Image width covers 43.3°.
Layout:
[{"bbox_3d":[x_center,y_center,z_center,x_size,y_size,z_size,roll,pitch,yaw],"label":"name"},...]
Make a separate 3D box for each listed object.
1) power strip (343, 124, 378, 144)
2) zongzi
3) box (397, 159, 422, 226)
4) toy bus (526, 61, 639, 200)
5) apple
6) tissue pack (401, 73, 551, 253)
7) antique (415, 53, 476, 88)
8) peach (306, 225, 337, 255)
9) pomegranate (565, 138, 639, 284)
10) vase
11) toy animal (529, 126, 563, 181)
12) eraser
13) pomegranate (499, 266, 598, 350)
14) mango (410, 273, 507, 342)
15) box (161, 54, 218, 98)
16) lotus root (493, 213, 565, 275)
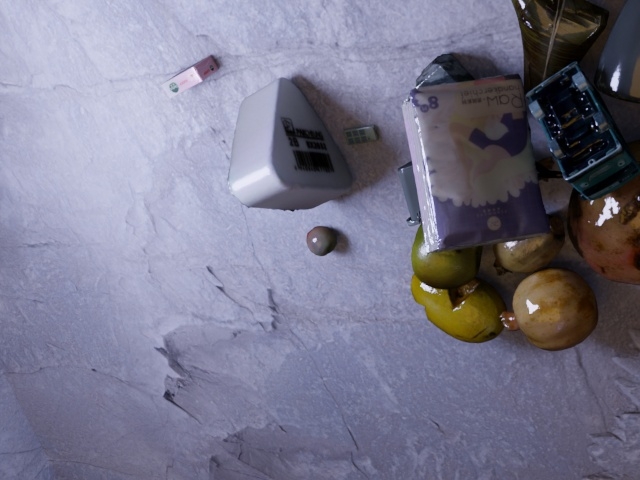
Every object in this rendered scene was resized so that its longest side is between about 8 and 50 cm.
[{"bbox_3d":[0.100,-0.259,1.976,0.090,0.016,0.040,-5,117,30],"label":"power strip"},{"bbox_3d":[0.423,-0.412,1.647,0.241,0.111,0.247,28,134,4],"label":"zongzi"},{"bbox_3d":[0.281,-0.139,1.830,0.163,0.243,0.135,-15,102,35],"label":"box"},{"bbox_3d":[0.511,-0.206,1.560,0.128,0.256,0.147,-34,134,26],"label":"toy bus"},{"bbox_3d":[0.308,0.025,1.945,0.157,0.196,0.196,12,125,21],"label":"apple"},{"bbox_3d":[0.315,-0.158,1.655,0.242,0.125,0.343,-8,86,-5],"label":"tissue pack"},{"bbox_3d":[0.300,-0.321,1.788,0.183,0.088,0.086,46,129,-6],"label":"antique"},{"bbox_3d":[0.002,0.000,2.156,0.083,0.083,0.083,13,125,19],"label":"peach"},{"bbox_3d":[0.670,-0.055,1.656,0.322,0.322,0.322,13,125,19],"label":"pomegranate"},{"bbox_3d":[0.631,-0.429,1.507,0.173,0.173,0.321,14,121,18],"label":"vase"},{"bbox_3d":[0.467,-0.163,1.763,0.197,0.160,0.272,7,98,29],"label":"toy animal"},{"bbox_3d":[-0.092,-0.191,1.931,0.150,0.331,0.331,-22,109,35],"label":"eraser"},{"bbox_3d":[0.554,0.164,1.905,0.207,0.207,0.207,13,125,19],"label":"pomegranate"},{"bbox_3d":[0.349,0.160,2.054,0.262,0.130,0.167,20,122,20],"label":"mango"},{"bbox_3d":[-0.332,-0.416,2.047,0.125,0.089,0.043,-18,111,36],"label":"box"},{"bbox_3d":[0.480,0.019,1.903,0.221,0.118,0.125,-43,79,36],"label":"lotus root"}]
